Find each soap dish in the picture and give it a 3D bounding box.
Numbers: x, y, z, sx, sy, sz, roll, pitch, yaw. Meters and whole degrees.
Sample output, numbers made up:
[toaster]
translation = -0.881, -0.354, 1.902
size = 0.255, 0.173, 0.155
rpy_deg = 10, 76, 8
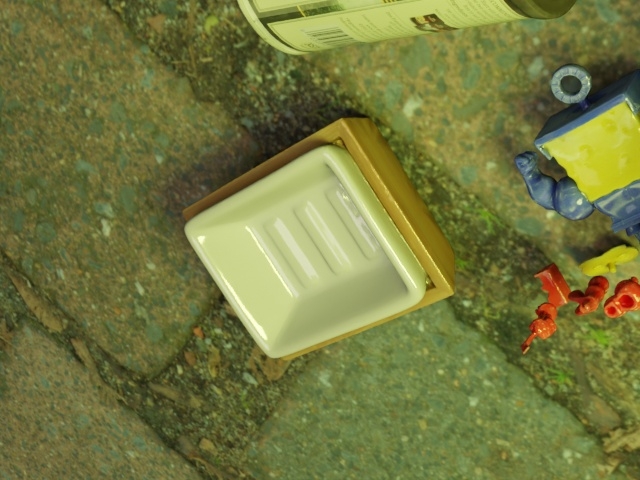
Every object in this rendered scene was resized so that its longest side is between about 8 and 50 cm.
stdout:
[soap dish]
translation = 0.000, 0.000, 1.308
size = 0.290, 0.118, 0.229
rpy_deg = -26, 101, 42

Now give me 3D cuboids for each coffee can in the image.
[coffee can]
translation = 0.077, -0.285, 1.018
size = 0.275, 0.201, 0.202
rpy_deg = -1, 116, 36

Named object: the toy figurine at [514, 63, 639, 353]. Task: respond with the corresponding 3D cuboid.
[toy figurine]
translation = 0.290, -0.074, 1.022
size = 0.362, 0.191, 0.217
rpy_deg = -30, 94, 41
